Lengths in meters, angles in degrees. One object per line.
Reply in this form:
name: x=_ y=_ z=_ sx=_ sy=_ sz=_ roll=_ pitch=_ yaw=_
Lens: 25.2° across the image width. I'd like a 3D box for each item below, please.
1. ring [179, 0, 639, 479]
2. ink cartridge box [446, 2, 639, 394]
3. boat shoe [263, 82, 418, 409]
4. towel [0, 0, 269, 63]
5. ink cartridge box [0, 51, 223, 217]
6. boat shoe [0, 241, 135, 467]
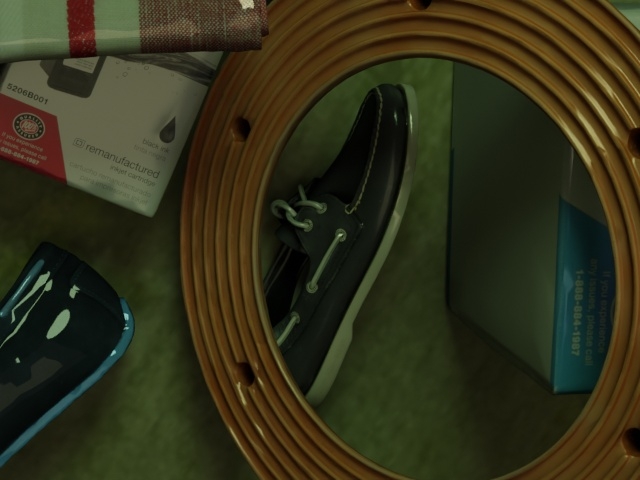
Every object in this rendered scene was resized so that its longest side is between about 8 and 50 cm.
ring: x=0.057 y=0.016 z=0.735 sx=0.032 sy=0.336 sz=0.336 roll=-10 pitch=107 yaw=-52
ink cartridge box: x=0.231 y=-0.036 z=0.821 sx=0.270 sy=0.197 sz=0.198 roll=-1 pitch=101 yaw=-12
boat shoe: x=0.000 y=0.000 z=0.842 sx=0.065 sy=0.075 sz=0.206 roll=16 pitch=103 yaw=-15
towel: x=-0.197 y=-0.195 z=0.709 sx=0.329 sy=0.037 sz=0.237 roll=-4 pitch=77 yaw=-2
ink cartridge box: x=-0.117 y=-0.105 z=0.799 sx=0.109 sy=0.063 sz=0.150 roll=22 pitch=96 yaw=-16
boat shoe: x=-0.225 y=0.104 z=0.811 sx=0.258 sy=0.109 sz=0.089 roll=-43 pitch=100 yaw=-18
